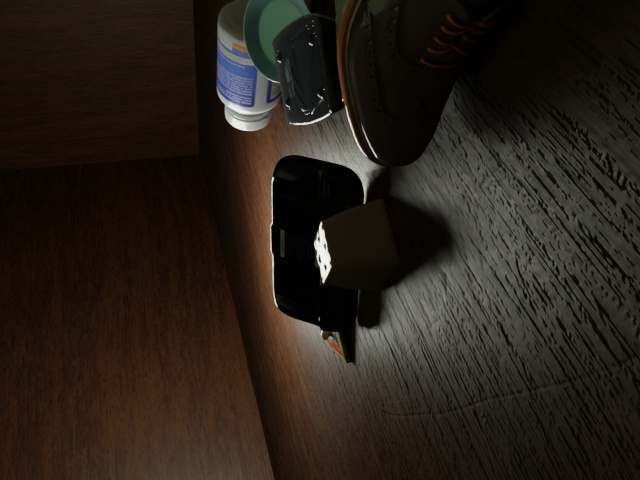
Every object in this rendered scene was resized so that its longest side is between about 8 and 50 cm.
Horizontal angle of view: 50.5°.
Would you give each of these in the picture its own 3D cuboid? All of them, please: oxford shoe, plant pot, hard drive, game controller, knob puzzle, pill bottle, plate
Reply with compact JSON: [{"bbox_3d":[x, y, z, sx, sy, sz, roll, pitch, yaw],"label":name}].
[{"bbox_3d":[0.102,-0.211,0.648,0.133,0.129,0.364,-121,27,-45],"label":"oxford shoe"},{"bbox_3d":[0.047,0.014,1.013,0.109,0.096,0.109,112,148,-63],"label":"plant pot"},{"bbox_3d":[-0.018,-0.291,1.171,0.254,0.054,0.172,-163,61,-70],"label":"hard drive"},{"bbox_3d":[-0.010,0.012,1.159,0.166,0.067,0.319,21,124,31],"label":"game controller"},{"bbox_3d":[-0.004,0.137,1.332,0.213,0.029,0.213,161,90,-77],"label":"knob puzzle"},{"bbox_3d":[-0.155,-0.381,1.511,0.272,0.152,0.152,104,155,-52],"label":"pill bottle"},{"bbox_3d":[-0.076,-0.399,1.306,0.188,0.024,0.188,17,117,36],"label":"plate"}]

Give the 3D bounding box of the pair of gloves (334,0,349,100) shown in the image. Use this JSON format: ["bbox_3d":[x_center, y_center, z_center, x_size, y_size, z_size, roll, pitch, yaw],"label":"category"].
[{"bbox_3d":[0.058,-0.319,0.934,0.240,0.042,0.204,153,110,-74],"label":"pair of gloves"}]

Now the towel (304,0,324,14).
[{"bbox_3d":[-0.051,-0.591,1.085,0.370,0.040,0.272,88,161,-58],"label":"towel"}]
